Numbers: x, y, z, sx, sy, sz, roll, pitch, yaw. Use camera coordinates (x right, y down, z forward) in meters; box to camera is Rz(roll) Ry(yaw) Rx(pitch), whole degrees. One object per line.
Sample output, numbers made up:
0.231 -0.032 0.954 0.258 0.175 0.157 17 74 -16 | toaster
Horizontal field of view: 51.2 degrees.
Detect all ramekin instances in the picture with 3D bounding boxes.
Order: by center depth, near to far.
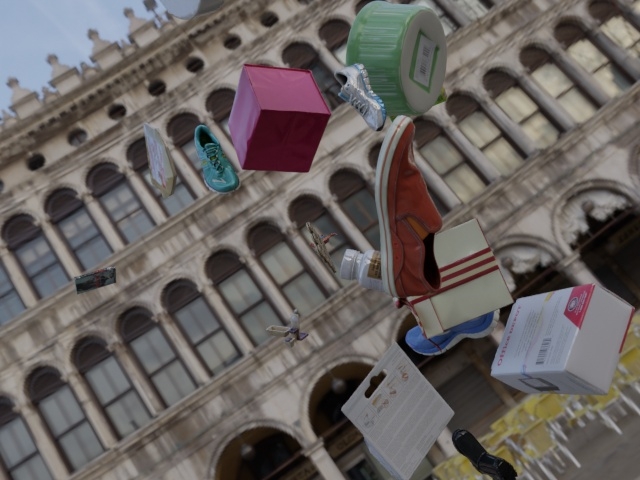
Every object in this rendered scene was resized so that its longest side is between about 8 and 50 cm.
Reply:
0.208 -0.466 1.737 0.303 0.148 0.303 -21 -64 -52 | ramekin

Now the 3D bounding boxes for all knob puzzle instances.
-0.403 -0.199 1.727 0.030 0.213 0.213 -16 -26 -28 | knob puzzle

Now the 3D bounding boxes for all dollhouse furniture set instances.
-0.105 0.227 1.787 0.114 0.081 0.091 3 17 30 | dollhouse furniture set

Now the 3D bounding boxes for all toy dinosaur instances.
0.000 0.000 2.218 0.090 0.047 0.082 -38 1 22 | toy dinosaur

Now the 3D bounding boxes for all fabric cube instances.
-0.146 -0.412 2.267 0.259 0.254 0.258 0 -43 -24 | fabric cube

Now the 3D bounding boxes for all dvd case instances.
-0.667 0.117 1.982 0.119 0.013 0.087 -18 -27 -26 | dvd case

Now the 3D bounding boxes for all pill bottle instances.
0.189 0.100 2.215 0.131 0.229 0.131 12 -90 -78 | pill bottle

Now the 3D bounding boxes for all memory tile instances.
0.002 0.020 1.764 0.012 0.113 0.148 -26 -30 6 | memory tile

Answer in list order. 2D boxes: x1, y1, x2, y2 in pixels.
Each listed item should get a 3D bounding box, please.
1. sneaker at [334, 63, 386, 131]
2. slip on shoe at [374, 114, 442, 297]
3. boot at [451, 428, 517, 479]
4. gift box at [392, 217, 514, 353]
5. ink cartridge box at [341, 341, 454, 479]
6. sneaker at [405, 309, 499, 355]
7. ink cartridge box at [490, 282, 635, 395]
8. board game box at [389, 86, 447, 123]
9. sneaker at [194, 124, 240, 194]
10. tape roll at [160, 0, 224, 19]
0.087 -0.331 1.574 0.083 0.190 0.071 -13 -25 -28 | sneaker
0.152 -0.048 1.101 0.123 0.101 0.331 -53 -38 -53 | slip on shoe
0.319 0.422 1.295 0.045 0.121 0.099 -41 11 -17 | boot
0.310 0.120 1.637 0.258 0.276 0.255 -22 -14 8 | gift box
0.155 0.352 1.385 0.189 0.232 0.066 -48 16 -23 | ink cartridge box
0.364 0.235 1.979 0.330 0.147 0.129 -35 26 44 | sneaker
0.566 0.242 1.591 0.226 0.131 0.306 -64 8 -18 | ink cartridge box
0.282 -0.435 2.028 0.181 0.092 0.043 -21 24 26 | board game box
-0.345 -0.257 2.148 0.107 0.275 0.110 -25 -30 -13 | sneaker
-0.321 -0.680 1.448 0.072 0.392 0.392 -26 -21 -26 | tape roll
